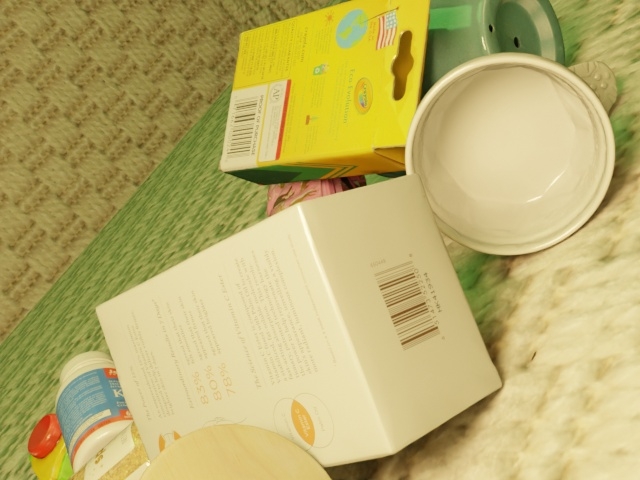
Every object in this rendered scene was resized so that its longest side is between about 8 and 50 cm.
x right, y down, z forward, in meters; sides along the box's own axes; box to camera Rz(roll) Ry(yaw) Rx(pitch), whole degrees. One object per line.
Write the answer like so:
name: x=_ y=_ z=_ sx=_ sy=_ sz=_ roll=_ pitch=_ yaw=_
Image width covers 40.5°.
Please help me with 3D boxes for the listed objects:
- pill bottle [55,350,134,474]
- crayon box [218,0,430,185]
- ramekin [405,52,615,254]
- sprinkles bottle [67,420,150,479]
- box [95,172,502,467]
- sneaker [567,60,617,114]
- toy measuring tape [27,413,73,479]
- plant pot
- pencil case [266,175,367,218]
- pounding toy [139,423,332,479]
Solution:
pill bottle: x=-0.301 y=0.247 z=1.211 sx=0.124 sy=0.124 sz=0.221 roll=-44 pitch=36 yaw=-2
crayon box: x=0.019 y=-0.182 z=1.076 sx=0.319 sy=0.081 sz=0.202 roll=-1 pitch=77 yaw=44
ramekin: x=0.195 y=-0.099 z=0.909 sx=0.207 sy=0.207 sz=0.109 roll=-36 pitch=11 yaw=21
sprinkles bottle: x=-0.249 y=0.315 z=1.046 sx=0.355 sy=0.121 sz=0.121 roll=-41 pitch=19 yaw=6
box: x=-0.037 y=0.102 z=0.846 sx=0.168 sy=0.215 sz=0.345 roll=-17 pitch=-5 yaw=-46
sneaker: x=0.251 y=-0.133 z=1.051 sx=0.235 sy=0.090 sz=0.095 roll=-40 pitch=9 yaw=7
toy measuring tape: x=-0.351 y=0.320 z=1.271 sx=0.121 sy=0.121 sz=0.330 roll=-49 pitch=27 yaw=-16
plant pot: x=0.176 y=-0.241 z=1.177 sx=0.255 sy=0.271 sz=0.271 roll=-11 pitch=36 yaw=47
pencil case: x=0.000 y=0.000 z=1.156 sx=0.167 sy=0.160 sz=0.386 roll=-34 pitch=19 yaw=11
pounding toy: x=-0.076 y=0.272 z=0.672 sx=0.110 sy=0.183 sz=0.236 roll=124 pitch=155 yaw=-44
